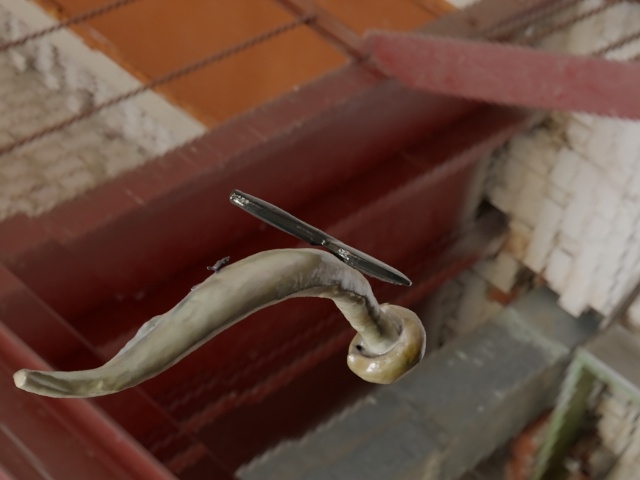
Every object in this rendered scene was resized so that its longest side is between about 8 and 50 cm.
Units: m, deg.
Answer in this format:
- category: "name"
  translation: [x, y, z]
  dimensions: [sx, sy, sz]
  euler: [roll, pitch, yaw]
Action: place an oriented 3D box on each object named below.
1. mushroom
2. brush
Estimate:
- category: "mushroom"
  translation: [-0.018, 0.035, 0.641]
  dimensions: [0.306, 0.043, 0.068]
  euler: [11, -89, -64]
- category: "brush"
  translation: [0.000, 0.000, 0.620]
  dimensions: [0.008, 0.083, 0.024]
  euler: [-63, 2, 2]
